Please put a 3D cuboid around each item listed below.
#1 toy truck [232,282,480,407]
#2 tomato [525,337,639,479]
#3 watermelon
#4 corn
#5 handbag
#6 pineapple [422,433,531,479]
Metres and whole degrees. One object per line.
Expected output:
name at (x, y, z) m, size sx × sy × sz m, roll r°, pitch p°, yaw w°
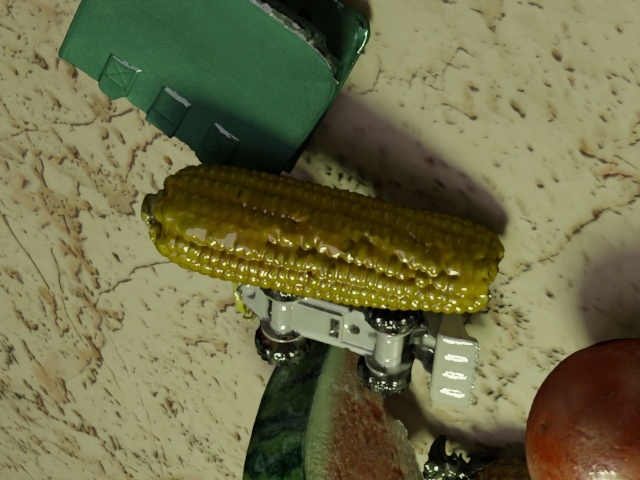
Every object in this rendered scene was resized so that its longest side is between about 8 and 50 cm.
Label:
toy truck at (0.040, 0.076, 1.883) m, size 0.286 × 0.111 × 0.136 m, roll 18°, pitch 136°, yaw 14°
tomato at (0.299, 0.190, 1.707) m, size 0.208 × 0.184 × 0.208 m, roll 11°, pitch 145°, yaw 8°
watermelon at (0.023, 0.227, 2.026) m, size 0.201 × 0.262 × 0.213 m, roll 17°, pitch 162°, yaw -21°
corn at (0.000, 0.000, 1.778) m, size 0.363 × 0.120 × 0.120 m, roll 9°, pitch 138°, yaw 8°
handbag at (-0.103, -0.200, 1.758) m, size 0.269 × 0.100 × 0.274 m, roll 33°, pitch 147°, yaw 1°
pineapple at (0.187, 0.277, 1.985) m, size 0.197 × 0.108 × 0.108 m, roll 20°, pitch 140°, yaw 41°
